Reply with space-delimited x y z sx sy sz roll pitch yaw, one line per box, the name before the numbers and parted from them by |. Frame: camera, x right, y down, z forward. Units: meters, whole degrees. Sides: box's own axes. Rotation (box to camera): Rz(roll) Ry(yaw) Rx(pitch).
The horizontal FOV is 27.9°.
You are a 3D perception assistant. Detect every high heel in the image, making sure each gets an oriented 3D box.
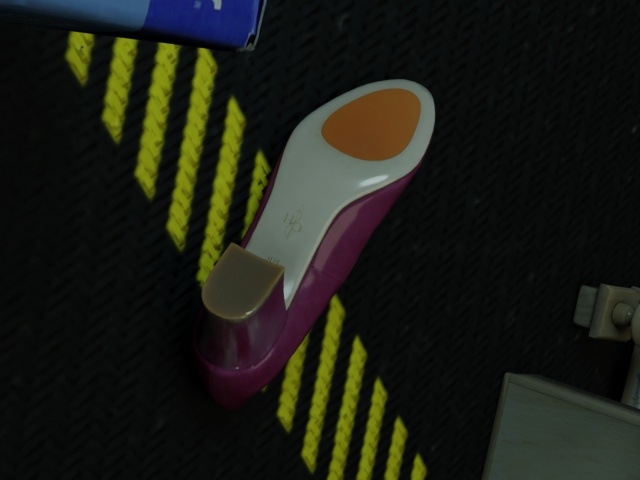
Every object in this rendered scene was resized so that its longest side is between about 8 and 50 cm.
high heel | 0.000 0.000 0.835 0.244 0.082 0.117 -57 164 -34

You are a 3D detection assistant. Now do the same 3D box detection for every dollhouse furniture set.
dollhouse furniture set | 0.316 0.207 1.087 0.355 0.174 0.303 10 94 -43

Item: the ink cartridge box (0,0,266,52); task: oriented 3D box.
ink cartridge box | -0.193 -0.168 0.467 0.395 0.270 0.151 1 101 -42
